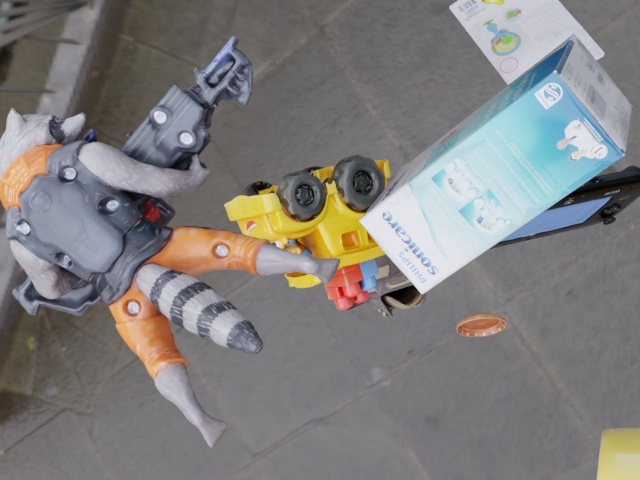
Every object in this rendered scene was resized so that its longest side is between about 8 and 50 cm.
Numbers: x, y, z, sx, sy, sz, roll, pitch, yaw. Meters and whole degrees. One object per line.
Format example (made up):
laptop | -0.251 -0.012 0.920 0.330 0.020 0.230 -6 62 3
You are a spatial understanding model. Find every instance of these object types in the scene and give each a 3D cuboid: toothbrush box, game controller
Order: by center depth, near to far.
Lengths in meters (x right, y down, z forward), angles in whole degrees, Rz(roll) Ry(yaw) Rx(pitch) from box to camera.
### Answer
toothbrush box | 0.216 -0.094 1.198 0.295 0.216 0.126 -39 95 30
game controller | 0.331 -0.041 1.461 0.319 0.166 0.067 -13 80 -19

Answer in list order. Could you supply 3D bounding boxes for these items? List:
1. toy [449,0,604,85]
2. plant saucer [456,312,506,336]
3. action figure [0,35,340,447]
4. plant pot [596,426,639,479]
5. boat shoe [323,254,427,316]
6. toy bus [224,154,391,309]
toy | 0.310 -0.308 1.497 0.137 0.056 0.237 -31 58 6
plant saucer | 0.268 0.140 1.651 0.084 0.083 0.013 -15 61 22
action figure | -0.149 -0.029 0.899 0.330 0.178 0.341 34 96 9
plant pot | 0.503 0.360 1.367 0.239 0.254 0.253 5 99 17
boat shoe | 0.104 0.067 1.646 0.132 0.355 0.130 -25 79 -20
toy bus | 0.000 0.000 1.388 0.149 0.220 0.211 -5 99 57
